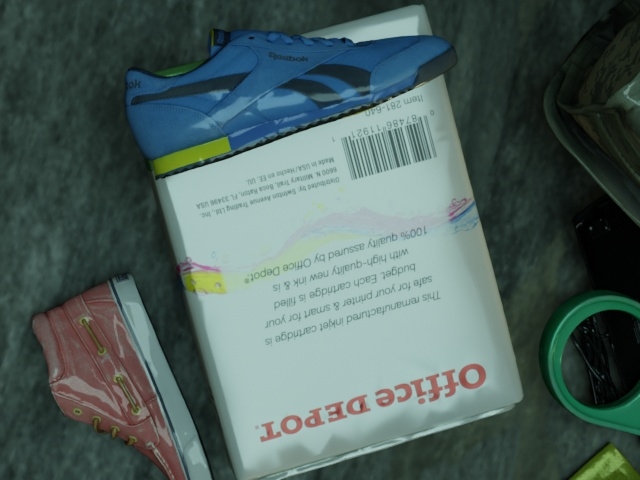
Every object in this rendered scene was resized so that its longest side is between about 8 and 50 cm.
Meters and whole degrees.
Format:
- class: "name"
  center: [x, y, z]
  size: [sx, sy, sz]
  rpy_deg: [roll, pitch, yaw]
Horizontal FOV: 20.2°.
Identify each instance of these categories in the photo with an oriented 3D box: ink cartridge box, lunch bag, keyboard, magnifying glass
- class: "ink cartridge box"
  center: [0.000, 0.000, 1.217]
  size: [0.201, 0.117, 0.278]
  rpy_deg: [-15, 95, -7]
- class: "lunch bag"
  center: [0.281, -0.060, 1.172]
  size: [0.235, 0.287, 0.169]
  rpy_deg: [44, 89, -5]
- class: "keyboard"
  center: [0.222, 0.056, 1.300]
  size: [0.100, 0.038, 0.192]
  rpy_deg: [-23, 106, -13]
- class: "magnifying glass"
  center: [0.246, 0.125, 1.289]
  size: [0.231, 0.026, 0.092]
  rpy_deg: [43, 86, -22]

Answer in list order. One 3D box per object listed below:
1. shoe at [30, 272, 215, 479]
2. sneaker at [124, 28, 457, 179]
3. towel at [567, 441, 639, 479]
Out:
- class: "shoe"
  center: [-0.135, 0.117, 1.238]
  size: [0.081, 0.063, 0.178]
  rpy_deg: [-23, 92, -5]
- class: "sneaker"
  center: [-0.019, -0.105, 1.115]
  size: [0.209, 0.069, 0.082]
  rpy_deg: [-18, 90, -6]
- class: "towel"
  center: [0.156, 0.262, 1.311]
  size: [0.237, 0.021, 0.102]
  rpy_deg: [-41, 100, -4]
